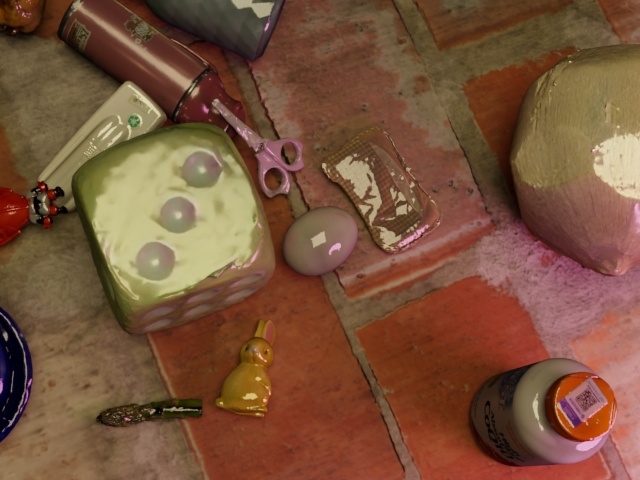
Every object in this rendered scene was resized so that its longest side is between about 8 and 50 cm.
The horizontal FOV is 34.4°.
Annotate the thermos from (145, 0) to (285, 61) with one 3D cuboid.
[{"bbox_3d":[-0.203,-0.427,1.734,0.286,0.145,0.182,24,41,-3],"label":"thermos"}]

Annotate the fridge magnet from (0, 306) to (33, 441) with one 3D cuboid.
[{"bbox_3d":[-0.560,0.199,1.521,0.265,0.113,0.266,2,77,-8],"label":"fridge magnet"}]

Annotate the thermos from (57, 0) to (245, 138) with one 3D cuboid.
[{"bbox_3d":[-0.262,-0.280,1.708,0.330,0.136,0.110,36,100,-1],"label":"thermos"}]

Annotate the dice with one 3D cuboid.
[{"bbox_3d":[-0.224,-0.017,1.566,0.251,0.254,0.250,-21,78,-13],"label":"dice"}]

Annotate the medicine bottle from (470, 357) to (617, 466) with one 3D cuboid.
[{"bbox_3d":[0.345,0.265,1.585,0.156,0.289,0.157,3,76,-10],"label":"medicine bottle"}]

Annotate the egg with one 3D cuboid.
[{"bbox_3d":[0.000,0.000,1.681,0.135,0.103,0.103,-35,85,-18],"label":"egg"}]

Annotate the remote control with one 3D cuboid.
[{"bbox_3d":[-0.352,-0.146,1.645,0.090,0.049,0.230,44,91,2],"label":"remote control"}]

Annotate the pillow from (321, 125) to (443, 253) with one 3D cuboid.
[{"bbox_3d":[0.108,-0.085,1.760,0.135,0.034,0.211,-36,87,-18],"label":"pillow"}]

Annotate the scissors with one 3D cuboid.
[{"bbox_3d":[-0.104,-0.160,1.684,0.212,0.021,0.110,44,69,-38],"label":"scissors"}]

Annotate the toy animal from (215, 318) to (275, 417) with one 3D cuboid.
[{"bbox_3d":[-0.109,0.195,1.635,0.083,0.070,0.159,15,69,-5],"label":"toy animal"}]

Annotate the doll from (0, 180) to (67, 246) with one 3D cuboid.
[{"bbox_3d":[-0.480,-0.044,1.609,0.169,0.057,0.109,-12,87,13],"label":"doll"}]

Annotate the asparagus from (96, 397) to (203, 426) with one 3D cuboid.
[{"bbox_3d":[-0.265,0.268,1.604,0.165,0.030,0.036,-6,88,-12],"label":"asparagus"}]

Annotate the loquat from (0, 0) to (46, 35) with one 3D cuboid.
[{"bbox_3d":[-0.500,-0.400,1.674,0.113,0.137,0.137,-11,77,-40],"label":"loquat"}]

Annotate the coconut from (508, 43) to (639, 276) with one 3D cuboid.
[{"bbox_3d":[0.475,-0.119,1.684,0.346,0.346,0.361,19,68,-6],"label":"coconut"}]
